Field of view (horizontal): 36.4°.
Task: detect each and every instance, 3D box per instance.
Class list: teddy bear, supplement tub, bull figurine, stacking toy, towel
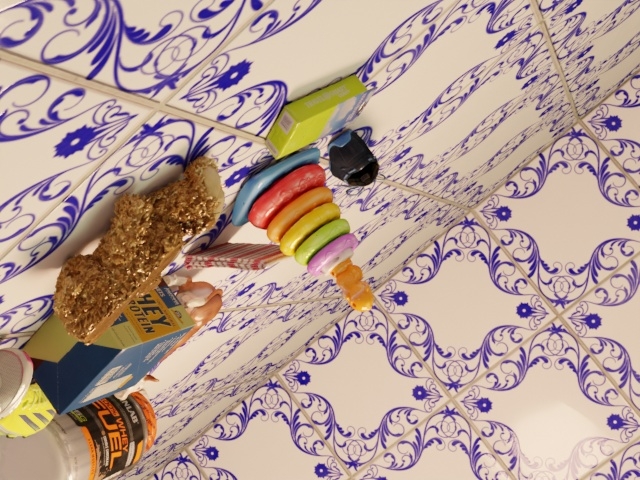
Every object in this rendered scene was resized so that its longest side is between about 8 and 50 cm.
[{"bbox_3d":[-0.272,0.001,1.466,0.338,0.113,0.245,-47,174,4],"label":"teddy bear"},{"bbox_3d":[-0.508,0.426,2.056,0.207,0.207,0.338,-43,168,23],"label":"supplement tub"},{"bbox_3d":[-0.328,0.187,1.921,0.310,0.101,0.188,-44,159,7],"label":"bull figurine"},{"bbox_3d":[0.000,0.000,1.715,0.165,0.302,0.175,-29,164,-35],"label":"stacking toy"},{"bbox_3d":[-0.139,0.032,1.820,0.197,0.029,0.144,3,-167,31],"label":"towel"}]

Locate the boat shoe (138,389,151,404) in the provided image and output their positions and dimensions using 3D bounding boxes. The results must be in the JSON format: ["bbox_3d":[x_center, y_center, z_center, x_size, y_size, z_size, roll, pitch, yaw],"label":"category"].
[{"bbox_3d":[-0.498,0.448,2.422,0.098,0.096,0.277,-42,167,23],"label":"boat shoe"}]

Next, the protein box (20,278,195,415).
[{"bbox_3d":[-0.368,0.171,1.686,0.200,0.136,0.201,-44,166,26],"label":"protein box"}]

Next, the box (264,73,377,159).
[{"bbox_3d":[0.001,-0.204,1.583,0.178,0.042,0.109,-30,166,-35],"label":"box"}]

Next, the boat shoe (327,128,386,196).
[{"bbox_3d":[0.067,-0.136,1.910,0.109,0.089,0.258,-39,168,8],"label":"boat shoe"}]

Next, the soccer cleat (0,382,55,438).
[{"bbox_3d":[-0.544,0.292,1.739,0.121,0.093,0.289,-48,166,14],"label":"soccer cleat"}]

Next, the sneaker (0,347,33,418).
[{"bbox_3d":[-0.562,0.251,1.505,0.252,0.103,0.111,-35,169,-15],"label":"sneaker"}]
